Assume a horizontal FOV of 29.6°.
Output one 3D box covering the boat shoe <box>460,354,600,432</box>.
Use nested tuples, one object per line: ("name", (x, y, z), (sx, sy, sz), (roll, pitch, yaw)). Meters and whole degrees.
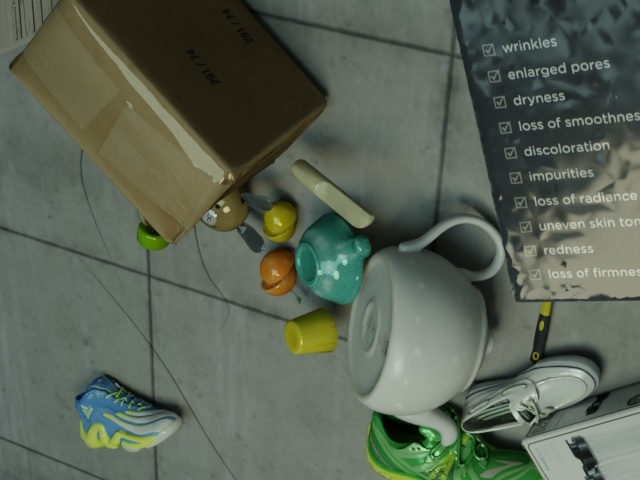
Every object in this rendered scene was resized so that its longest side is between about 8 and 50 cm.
("boat shoe", (0.298, 0.232, 1.730), (0.083, 0.075, 0.226), (46, 134, -17))

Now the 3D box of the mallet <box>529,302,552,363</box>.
("mallet", (0.305, 0.092, 1.686), (0.062, 0.039, 0.189), (25, 130, 17))

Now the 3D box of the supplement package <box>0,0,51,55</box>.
("supplement package", (-0.564, -0.413, 1.852), (0.262, 0.145, 0.204), (15, 122, 24))

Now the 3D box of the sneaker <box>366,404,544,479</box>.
("sneaker", (0.197, 0.319, 1.823), (0.296, 0.109, 0.123), (8, 123, 27))

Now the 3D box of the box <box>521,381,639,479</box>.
("box", (0.446, 0.287, 1.672), (0.290, 0.087, 0.169), (-27, 100, 37))

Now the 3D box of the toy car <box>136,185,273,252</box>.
("toy car", (-0.164, -0.050, 1.816), (0.188, 0.149, 0.155), (24, 130, 12))

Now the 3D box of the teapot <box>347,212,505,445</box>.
("teapot", (0.156, 0.125, 1.698), (0.187, 0.252, 0.256), (7, 150, -14))

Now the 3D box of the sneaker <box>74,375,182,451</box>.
("sneaker", (-0.357, 0.305, 2.156), (0.240, 0.091, 0.126), (-13, 108, 36))

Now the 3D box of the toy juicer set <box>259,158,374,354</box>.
("toy juicer set", (0.000, 0.000, 1.767), (0.209, 0.090, 0.329), (59, 145, 32))

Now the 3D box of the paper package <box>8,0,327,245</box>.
("paper package", (-0.194, -0.209, 1.638), (0.325, 0.309, 0.168), (47, 126, -1))

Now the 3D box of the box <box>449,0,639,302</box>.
("box", (0.421, -0.205, 1.285), (0.480, 0.297, 0.471), (-2, 116, 32))
